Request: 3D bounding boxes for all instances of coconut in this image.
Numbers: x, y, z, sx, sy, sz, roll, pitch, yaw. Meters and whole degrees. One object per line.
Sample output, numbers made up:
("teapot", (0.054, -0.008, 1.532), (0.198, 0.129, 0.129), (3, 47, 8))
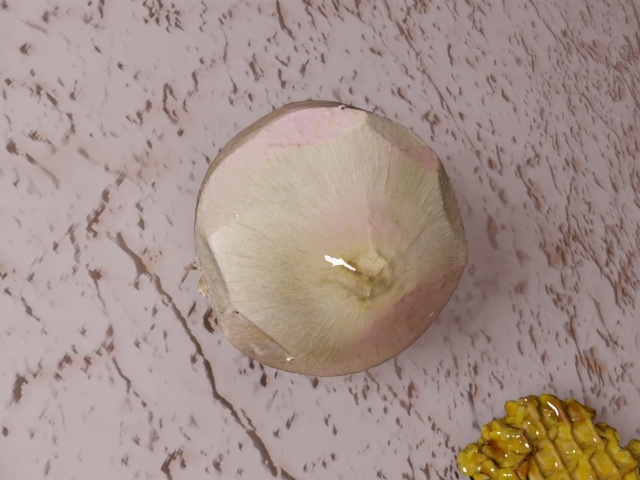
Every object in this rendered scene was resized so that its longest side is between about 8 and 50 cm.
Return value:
("coconut", (0.000, 0.000, 0.492), (0.171, 0.171, 0.183), (44, 6, -16))

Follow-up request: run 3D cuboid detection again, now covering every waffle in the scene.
("waffle", (0.188, 0.217, 0.637), (0.197, 0.070, 0.193), (20, 58, -30))
